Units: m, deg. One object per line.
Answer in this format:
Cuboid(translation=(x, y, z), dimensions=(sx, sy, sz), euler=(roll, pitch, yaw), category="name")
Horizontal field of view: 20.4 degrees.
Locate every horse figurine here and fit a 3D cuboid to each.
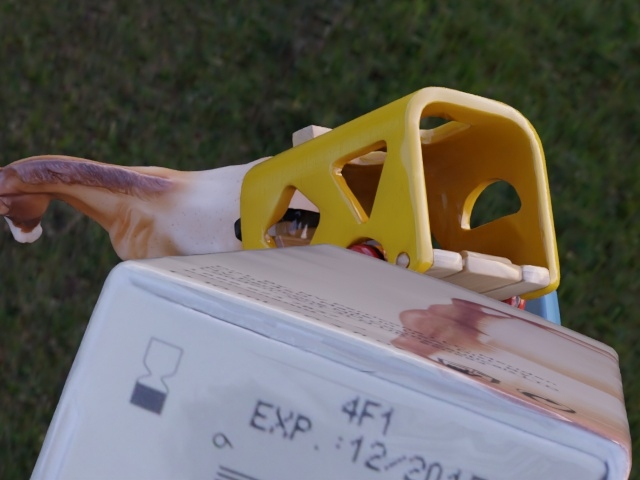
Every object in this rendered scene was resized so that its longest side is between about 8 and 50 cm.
Cuboid(translation=(-0.043, 0.006, 0.994), dimensions=(0.263, 0.174, 0.066), euler=(5, 55, 23), category="horse figurine")

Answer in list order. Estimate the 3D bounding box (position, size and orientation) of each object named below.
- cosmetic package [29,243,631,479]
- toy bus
Cuboid(translation=(0.010, 0.089, 0.534), dimensions=(0.129, 0.296, 0.153), euler=(19, 95, 8), category="cosmetic package")
Cuboid(translation=(0.012, -0.002, 0.829), dimensions=(0.202, 0.191, 0.104), euler=(-5, 74, 1), category="toy bus")
